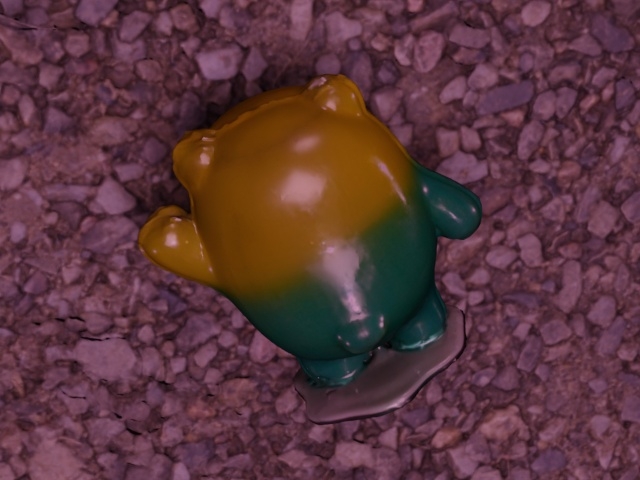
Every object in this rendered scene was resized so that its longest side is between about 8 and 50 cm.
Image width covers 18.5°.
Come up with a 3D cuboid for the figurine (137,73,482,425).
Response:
[{"bbox_3d":[0.000,0.000,1.968,0.323,0.231,0.340,-26,120,3],"label":"figurine"}]
